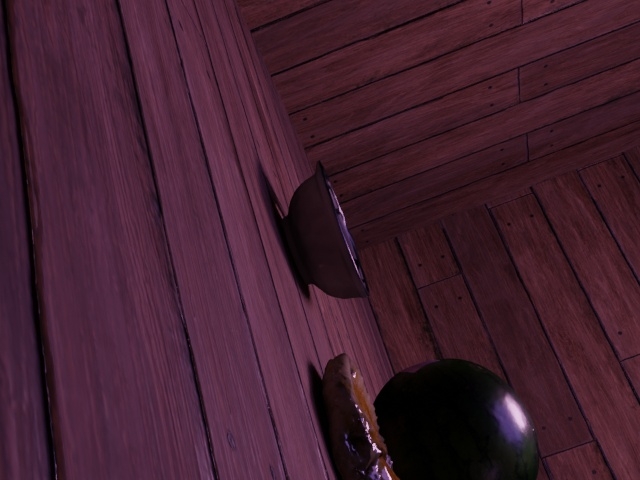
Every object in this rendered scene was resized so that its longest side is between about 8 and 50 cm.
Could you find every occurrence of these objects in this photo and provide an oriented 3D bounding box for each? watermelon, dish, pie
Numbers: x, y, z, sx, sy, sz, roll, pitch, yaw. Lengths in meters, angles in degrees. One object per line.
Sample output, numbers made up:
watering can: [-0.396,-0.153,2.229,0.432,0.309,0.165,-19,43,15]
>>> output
watermelon: [0.264,0.413,1.648,0.363,0.363,0.363,-21,90,-86]
dish: [0.000,0.000,1.685,0.303,0.120,0.303,-21,90,-86]
pie: [0.076,0.348,1.330,0.339,0.077,0.339,-24,90,-86]
